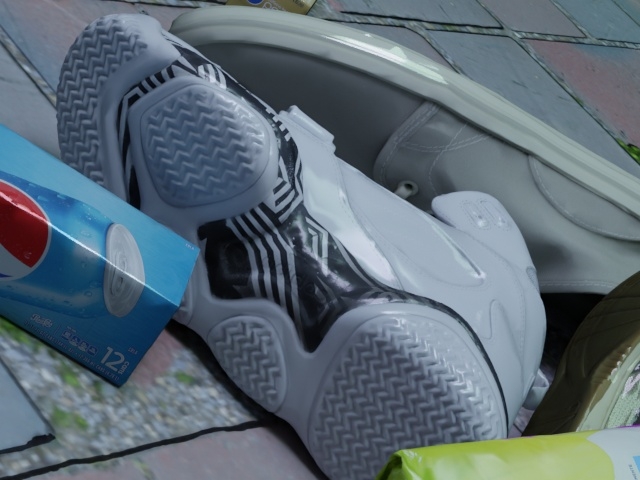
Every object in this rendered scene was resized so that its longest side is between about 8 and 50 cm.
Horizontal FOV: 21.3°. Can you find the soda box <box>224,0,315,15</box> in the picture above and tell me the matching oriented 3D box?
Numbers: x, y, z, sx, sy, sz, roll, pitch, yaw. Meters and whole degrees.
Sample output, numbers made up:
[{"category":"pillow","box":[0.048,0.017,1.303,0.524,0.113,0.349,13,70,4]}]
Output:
[{"category":"soda box","box":[-0.030,-0.224,1.480,0.061,0.058,0.181,35,26,-5]}]

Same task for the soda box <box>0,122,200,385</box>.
[{"category":"soda box","box":[-0.175,-0.012,0.937,0.210,0.067,0.071,32,26,-10]}]

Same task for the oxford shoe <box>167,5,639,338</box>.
[{"category":"oxford shoe","box":[0.085,-0.038,1.238,0.449,0.130,0.169,27,-12,-19]}]

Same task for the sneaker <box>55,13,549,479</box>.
[{"category":"sneaker","box":[0.000,0.000,1.068,0.366,0.137,0.210,48,27,10]}]

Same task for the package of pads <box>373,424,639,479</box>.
[{"category":"package of pads","box":[0.147,0.228,0.763,0.229,0.101,0.296,-3,58,-23]}]

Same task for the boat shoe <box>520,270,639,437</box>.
[{"category":"boat shoe","box":[0.204,0.105,1.154,0.073,0.080,0.223,50,54,-16]}]
